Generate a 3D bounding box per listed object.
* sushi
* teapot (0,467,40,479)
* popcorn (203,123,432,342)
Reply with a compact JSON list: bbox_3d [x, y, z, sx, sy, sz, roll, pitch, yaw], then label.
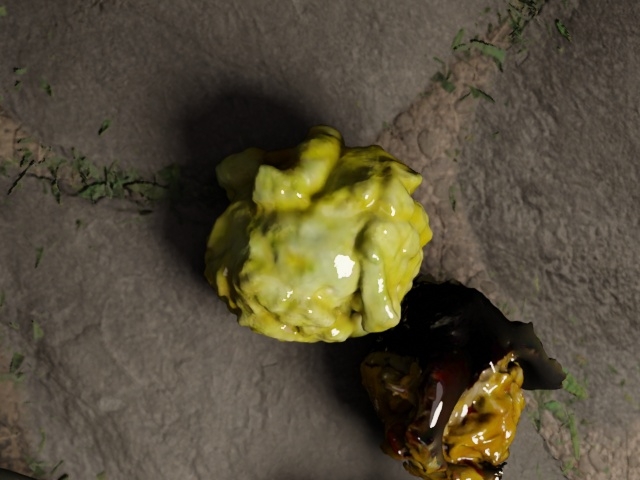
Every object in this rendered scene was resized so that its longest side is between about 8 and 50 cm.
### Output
[{"bbox_3d":[0.139,0.163,1.566,0.200,0.213,0.204,39,73,-8],"label":"sushi"},{"bbox_3d":[-0.296,0.377,1.405,0.239,0.239,0.322,8,76,-26],"label":"teapot"},{"bbox_3d":[0.000,0.000,1.555,0.256,0.195,0.255,-31,70,8],"label":"popcorn"}]
